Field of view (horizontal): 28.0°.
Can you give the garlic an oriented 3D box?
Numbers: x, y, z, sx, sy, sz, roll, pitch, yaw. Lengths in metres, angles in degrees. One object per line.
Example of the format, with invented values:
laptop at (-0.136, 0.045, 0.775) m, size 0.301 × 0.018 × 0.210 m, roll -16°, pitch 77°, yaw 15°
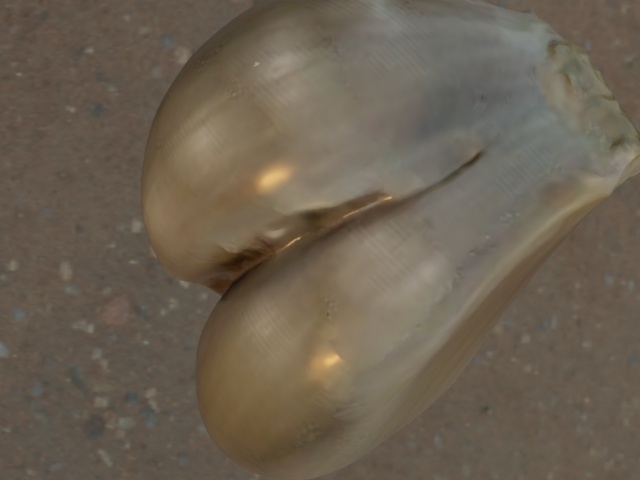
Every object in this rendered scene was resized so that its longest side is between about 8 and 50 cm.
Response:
garlic at (0.000, 0.000, 0.766) m, size 0.231 × 0.340 × 0.246 m, roll 47°, pitch 54°, yaw 8°
